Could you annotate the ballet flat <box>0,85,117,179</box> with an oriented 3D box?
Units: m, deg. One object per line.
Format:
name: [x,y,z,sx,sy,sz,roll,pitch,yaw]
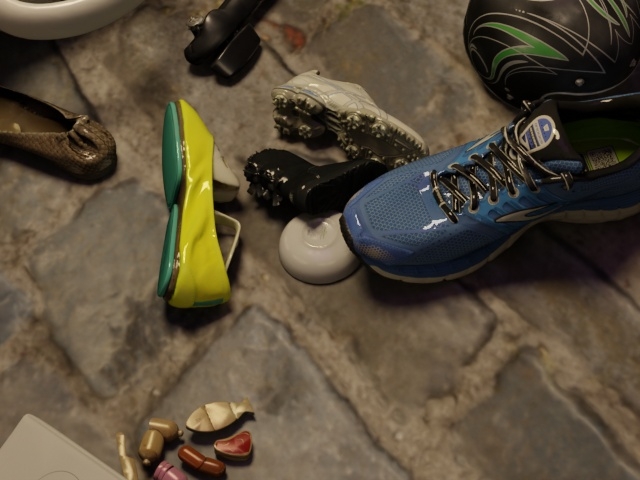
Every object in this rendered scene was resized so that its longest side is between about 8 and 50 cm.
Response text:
ballet flat: [-0.321,-0.128,1.365,0.250,0.058,0.084,21,58,19]

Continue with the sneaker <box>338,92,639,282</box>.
sneaker: [0.172,-0.067,1.212,0.330,0.147,0.130,-20,64,-8]

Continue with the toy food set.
toy food set: [-0.112,0.183,1.145,0.122,0.019,0.078,-10,54,-12]

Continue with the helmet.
helmet: [0.233,-0.217,1.309,0.169,0.161,0.169,5,78,-22]

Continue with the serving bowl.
serving bowl: [0.000,0.000,1.261,0.083,0.027,0.083,-3,53,4]

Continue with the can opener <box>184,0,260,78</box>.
can opener: [-0.090,-0.253,1.446,0.059,0.073,0.186,-15,37,45]

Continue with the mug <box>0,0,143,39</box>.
mug: [-0.311,-0.349,1.397,0.328,0.276,0.374,-28,58,-19]

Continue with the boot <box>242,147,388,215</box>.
boot: [-0.007,-0.064,1.297,0.121,0.045,0.099,-20,32,-36]

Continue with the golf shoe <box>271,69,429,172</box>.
golf shoe: [0.040,-0.128,1.331,0.176,0.069,0.086,26,48,16]

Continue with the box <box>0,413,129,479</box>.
box: [-0.115,0.304,0.891,0.345,0.168,0.215,26,74,37]

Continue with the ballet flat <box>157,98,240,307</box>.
ballet flat: [-0.115,-0.034,1.278,0.077,0.077,0.231,8,55,-16]
